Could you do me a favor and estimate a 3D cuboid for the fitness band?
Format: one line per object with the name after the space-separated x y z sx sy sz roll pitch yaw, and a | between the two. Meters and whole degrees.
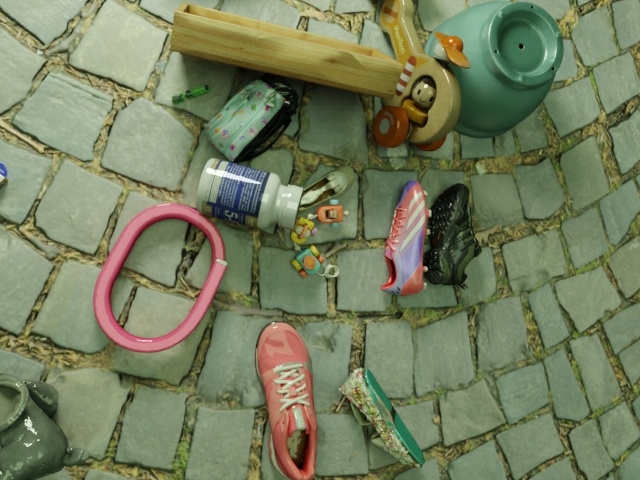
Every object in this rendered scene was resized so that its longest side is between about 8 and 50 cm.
-0.302 0.071 1.068 0.209 0.054 0.290 27 79 -11 | fitness band

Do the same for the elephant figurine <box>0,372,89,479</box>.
-0.534 0.293 0.950 0.186 0.169 0.239 -5 70 -43 | elephant figurine

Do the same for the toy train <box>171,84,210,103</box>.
-0.258 -0.294 1.119 0.083 0.024 0.017 -24 92 -14 | toy train

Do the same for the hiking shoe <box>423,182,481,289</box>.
0.298 -0.009 1.224 0.114 0.086 0.226 14 88 -27 | hiking shoe

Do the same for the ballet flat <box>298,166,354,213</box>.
0.009 -0.103 1.160 0.168 0.052 0.057 -33 96 -15 | ballet flat

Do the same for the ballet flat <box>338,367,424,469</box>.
0.123 0.372 1.154 0.077 0.091 0.241 -32 90 16 | ballet flat

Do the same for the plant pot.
0.387 -0.388 1.205 0.293 0.196 0.292 1 85 -14 | plant pot

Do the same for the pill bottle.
-0.133 -0.083 1.075 0.187 0.112 0.111 14 83 0 | pill bottle

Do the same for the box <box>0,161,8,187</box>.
-0.635 -0.100 1.006 0.081 0.028 0.136 41 79 -8 | box

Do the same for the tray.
-0.068 -0.366 1.081 0.411 0.202 0.076 8 115 -13 | tray

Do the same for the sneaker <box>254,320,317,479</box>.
-0.048 0.309 1.074 0.116 0.136 0.313 -8 88 -16 | sneaker

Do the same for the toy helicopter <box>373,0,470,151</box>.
0.199 -0.370 1.150 0.140 0.235 0.354 0 67 -32 | toy helicopter

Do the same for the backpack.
-0.134 -0.237 1.097 0.115 0.152 0.182 45 88 -1 | backpack

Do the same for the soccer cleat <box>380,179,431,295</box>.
0.177 -0.006 1.186 0.095 0.083 0.247 1 89 -10 | soccer cleat

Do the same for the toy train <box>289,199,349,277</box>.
0.000 0.000 1.138 0.125 0.046 0.166 0 98 -13 | toy train
